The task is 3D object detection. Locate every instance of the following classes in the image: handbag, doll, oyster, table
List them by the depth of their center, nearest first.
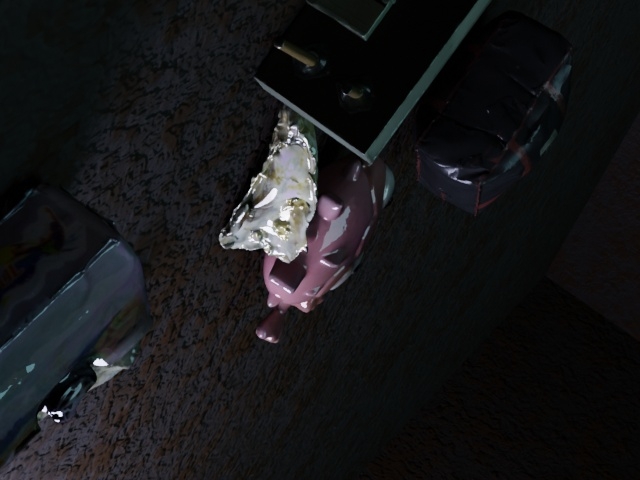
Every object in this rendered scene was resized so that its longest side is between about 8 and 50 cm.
[{"bbox_3d":[0.057,-0.203,1.186,0.240,0.121,0.111,-54,165,-2],"label":"table"},{"bbox_3d":[-0.035,-0.048,1.359,0.200,0.106,0.061,-47,-148,38],"label":"oyster"},{"bbox_3d":[0.000,0.000,1.521,0.262,0.093,0.211,-60,168,15],"label":"doll"},{"bbox_3d":[0.204,-0.146,1.707,0.215,0.155,0.169,-55,173,-7],"label":"handbag"}]

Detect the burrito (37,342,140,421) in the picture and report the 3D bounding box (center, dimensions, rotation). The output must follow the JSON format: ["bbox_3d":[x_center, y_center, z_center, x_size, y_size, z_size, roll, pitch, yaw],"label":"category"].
[{"bbox_3d":[-0.208,0.112,1.233,0.171,0.042,0.051,-27,150,-54],"label":"burrito"}]

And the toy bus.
[{"bbox_3d":[-0.251,0.105,0.952,0.317,0.112,0.138,-48,160,-27],"label":"toy bus"}]
